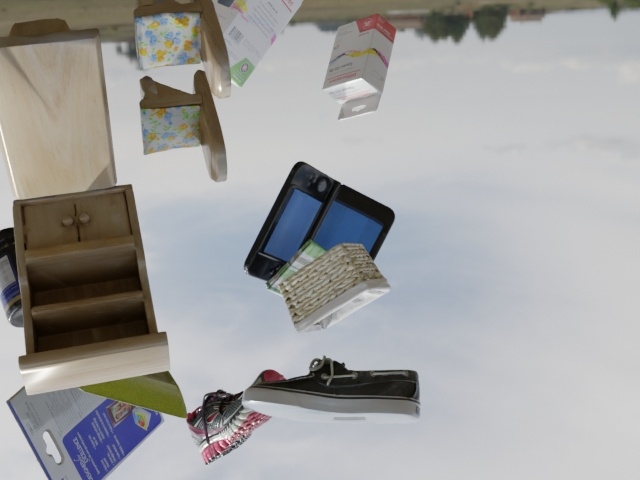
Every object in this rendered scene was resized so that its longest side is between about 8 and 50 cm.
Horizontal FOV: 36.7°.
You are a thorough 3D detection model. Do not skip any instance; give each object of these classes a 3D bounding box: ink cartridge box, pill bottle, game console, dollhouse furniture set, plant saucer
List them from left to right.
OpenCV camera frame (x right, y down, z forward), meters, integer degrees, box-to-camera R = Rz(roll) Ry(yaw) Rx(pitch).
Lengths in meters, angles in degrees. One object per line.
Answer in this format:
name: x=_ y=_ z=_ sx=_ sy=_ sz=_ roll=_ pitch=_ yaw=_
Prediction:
pill bottle: x=-0.691 y=0.082 z=2.228 sx=0.122 sy=0.123 sz=0.219 roll=-10 pitch=-122 yaw=-32
dollhouse furniture set: x=-0.281 y=-0.047 z=1.074 sx=0.361 sy=0.394 sz=0.257 roll=-9 pitch=-127 yaw=-13
ink cartridge box: x=-0.492 y=0.350 z=2.005 sx=0.072 sy=0.304 sz=0.307 roll=5 pitch=-146 yaw=39
plant saucer: x=-0.321 y=0.227 z=1.630 sx=0.188 sy=0.045 sz=0.188 roll=20 pitch=-176 yaw=-23
ink cartridge box: x=-0.182 y=-0.596 z=2.468 sx=0.119 sy=0.353 sz=0.207 roll=35 pitch=179 yaw=26
game console: x=0.000 y=0.000 z=2.262 sx=0.173 sy=0.293 sz=0.250 roll=27 pitch=-179 yaw=33
ink cartridge box: x=0.075 y=-0.351 z=1.966 sx=0.115 sy=0.198 sz=0.067 roll=-9 pitch=150 yaw=44

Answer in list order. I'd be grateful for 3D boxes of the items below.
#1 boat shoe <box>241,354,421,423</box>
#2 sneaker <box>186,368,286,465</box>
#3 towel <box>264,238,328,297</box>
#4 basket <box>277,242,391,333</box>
boat shoe: x=0.020 y=0.253 z=1.663 sx=0.306 sy=0.105 sz=0.113 roll=1 pitch=157 yaw=3
sneaker: x=-0.170 y=0.323 z=1.836 sx=0.120 sy=0.112 sz=0.299 roll=-20 pitch=161 yaw=-47
towel: x=-0.050 y=0.068 z=2.225 sx=0.023 sy=0.152 sz=0.113 roll=47 pitch=-172 yaw=32
basket: x=0.022 y=0.084 z=1.746 sx=0.167 sy=0.103 sz=0.113 roll=-33 pitch=165 yaw=22
